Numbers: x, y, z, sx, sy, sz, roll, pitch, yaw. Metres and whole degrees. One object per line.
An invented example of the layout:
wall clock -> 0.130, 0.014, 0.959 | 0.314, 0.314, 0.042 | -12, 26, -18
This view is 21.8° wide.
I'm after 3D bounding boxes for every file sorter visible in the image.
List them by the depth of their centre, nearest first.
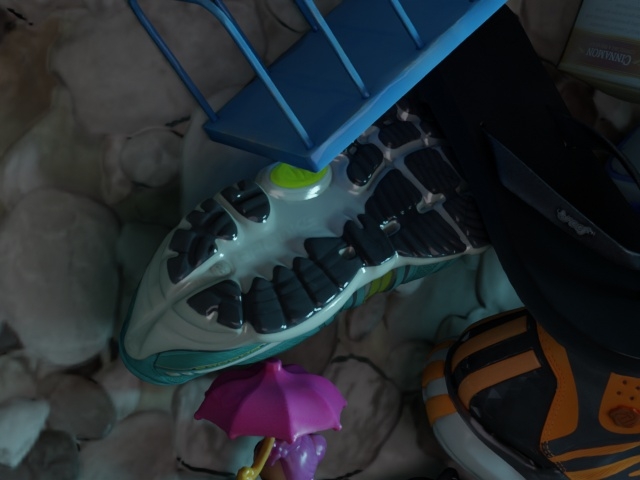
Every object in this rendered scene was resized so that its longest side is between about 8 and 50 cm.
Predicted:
file sorter -> 0.005, -0.135, 0.857 | 0.170, 0.118, 0.104 | -42, 119, -16

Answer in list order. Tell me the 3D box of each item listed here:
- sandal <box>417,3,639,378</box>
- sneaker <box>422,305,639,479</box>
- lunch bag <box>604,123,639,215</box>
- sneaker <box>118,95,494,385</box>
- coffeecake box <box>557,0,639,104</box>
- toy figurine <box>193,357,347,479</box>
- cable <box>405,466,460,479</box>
sandal -> 0.128, -0.035, 0.909 | 0.097, 0.054, 0.254 | -23, 75, -35
sneaker -> 0.228, 0.122, 1.019 | 0.321, 0.180, 0.124 | 28, 47, -36
lunch bag -> 0.290, -0.047, 1.002 | 0.176, 0.219, 0.090 | -39, 114, -19
sneaker -> 0.000, 0.000, 0.912 | 0.275, 0.110, 0.107 | -22, 73, -40
coffeecake box -> 0.238, -0.166, 0.980 | 0.068, 0.142, 0.185 | 19, 93, -34
toy figurine -> -0.036, 0.146, 0.920 | 0.159, 0.130, 0.173 | -61, 147, -11
cable -> 0.064, 0.228, 1.046 | 0.150, 0.047, 0.184 | -39, 123, -12
